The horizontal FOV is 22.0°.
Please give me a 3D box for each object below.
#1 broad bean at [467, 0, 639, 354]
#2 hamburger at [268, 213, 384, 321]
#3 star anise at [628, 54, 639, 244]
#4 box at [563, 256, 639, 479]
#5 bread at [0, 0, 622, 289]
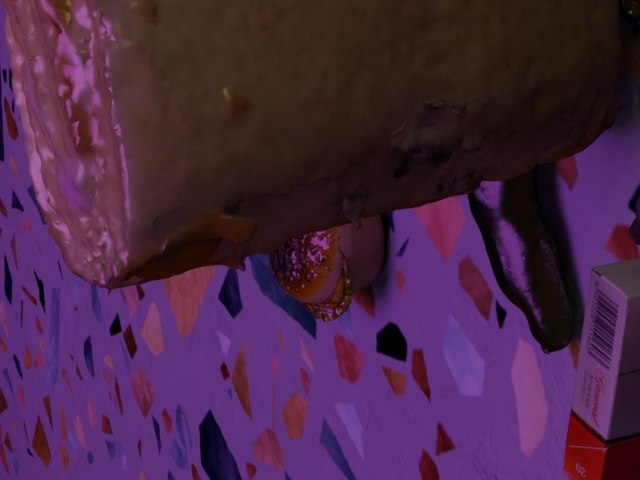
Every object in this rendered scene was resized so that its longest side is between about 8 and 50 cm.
[{"bbox_3d":[0.152,-0.067,1.147,0.144,0.049,0.292,46,139,42],"label":"broad bean"},{"bbox_3d":[0.000,0.000,1.465,0.126,0.081,0.141,38,133,55],"label":"hamburger"},{"bbox_3d":[0.232,-0.074,0.924,0.209,0.089,0.231,-124,44,-55],"label":"star anise"},{"bbox_3d":[0.210,0.082,1.024,0.048,0.100,0.152,-135,41,-55],"label":"box"},{"bbox_3d":[0.002,-0.119,0.970,0.165,0.375,0.237,-2,101,54],"label":"bread"}]
